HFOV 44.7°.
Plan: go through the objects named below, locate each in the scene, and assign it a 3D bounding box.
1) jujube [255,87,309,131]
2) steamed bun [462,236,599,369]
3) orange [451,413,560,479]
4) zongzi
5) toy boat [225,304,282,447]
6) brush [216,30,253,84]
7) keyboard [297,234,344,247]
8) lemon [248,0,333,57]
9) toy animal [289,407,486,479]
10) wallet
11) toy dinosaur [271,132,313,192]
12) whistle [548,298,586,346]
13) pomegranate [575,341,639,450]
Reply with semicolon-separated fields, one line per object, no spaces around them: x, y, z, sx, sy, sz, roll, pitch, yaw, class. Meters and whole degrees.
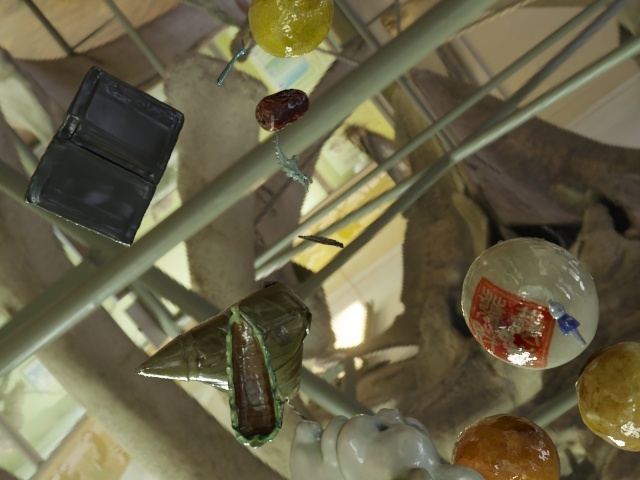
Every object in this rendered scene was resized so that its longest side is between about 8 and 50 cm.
-0.079;-0.282;1.656;0.129;0.077;0.077;-32;-177;-28;jujube
0.548;0.189;2.082;0.374;0.374;0.241;-31;-170;45;steamed bun
0.453;0.547;1.903;0.261;0.261;0.261;-38;-173;6;orange
-0.262;0.374;2.077;0.467;0.218;0.500;-20;139;-23;zongzi
-0.145;0.277;1.612;0.109;0.292;0.099;-10;175;5;toy boat
-0.219;-0.460;1.974;0.164;0.014;0.051;-48;-146;29;brush
0.000;0.000;2.059;0.195;0.060;0.018;-166;-97;-67;keyboard
-0.064;-0.493;1.699;0.187;0.187;0.244;-42;-172;-26;lemon
0.110;0.416;1.347;0.196;0.241;0.368;6;159;-37;toy animal
-0.448;-0.180;1.646;0.041;0.247;0.322;1;-113;59;wallet
-0.089;-0.220;2.231;0.039;0.209;0.082;-44;-149;-25;toy dinosaur
0.367;0.123;1.158;0.029;0.083;0.033;-42;165;22;whistle
0.631;0.320;1.582;0.233;0.233;0.233;-38;-173;6;pomegranate
